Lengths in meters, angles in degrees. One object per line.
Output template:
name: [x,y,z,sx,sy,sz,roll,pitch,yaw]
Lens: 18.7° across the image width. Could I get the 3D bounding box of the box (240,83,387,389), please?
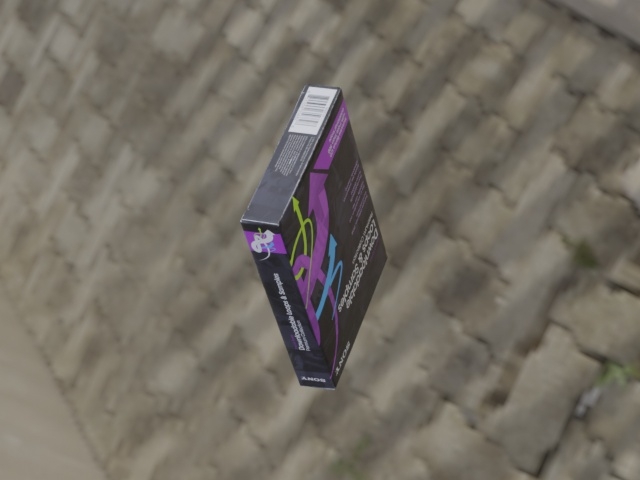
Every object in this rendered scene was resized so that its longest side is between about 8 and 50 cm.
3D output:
box: [0.000,0.000,1.213,0.029,0.162,0.116,8,52,21]
